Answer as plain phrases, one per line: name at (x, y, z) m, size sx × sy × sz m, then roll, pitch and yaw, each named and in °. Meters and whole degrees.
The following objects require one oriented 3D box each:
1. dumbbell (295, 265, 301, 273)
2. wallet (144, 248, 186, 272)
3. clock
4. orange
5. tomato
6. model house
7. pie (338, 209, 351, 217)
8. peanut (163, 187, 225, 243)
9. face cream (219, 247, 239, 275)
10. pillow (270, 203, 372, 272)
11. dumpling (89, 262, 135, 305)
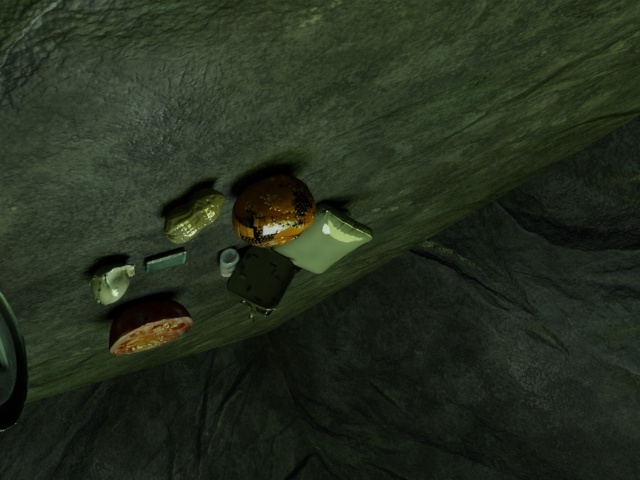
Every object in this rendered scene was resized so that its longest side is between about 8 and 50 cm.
dumbbell at (-0.191, 0.114, 2.301) m, size 0.225 × 0.124 × 0.140 m, roll -30°, pitch -178°, yaw 22°
wallet at (-0.491, 0.062, 1.829) m, size 0.129 × 0.026 × 0.088 m, roll -16°, pitch 161°, yaw -25°
clock at (-0.795, 0.256, 1.322) m, size 0.077 × 0.386 × 0.386 m, roll -16°, pitch 166°, yaw -6°
orange at (-0.129, -0.078, 1.570) m, size 0.235 × 0.182 × 0.234 m, roll -22°, pitch 178°, yaw -1°
tomato at (-0.672, 0.315, 2.253) m, size 0.339 × 0.143 × 0.338 m, roll -23°, pitch 162°, yaw -8°
model house at (-0.228, 0.182, 2.172) m, size 0.218 × 0.205 × 0.278 m, roll -60°, pitch 176°, yaw -26°
pie at (0.033, -0.061, 2.202) m, size 0.187 × 0.041 × 0.187 m, roll -22°, pitch 166°, yaw -6°
peanut at (-0.327, -0.066, 1.483) m, size 0.214 × 0.090 × 0.099 m, roll -32°, pitch 135°, yaw 28°
face cream at (-0.332, 0.081, 2.109) m, size 0.084 × 0.057 × 0.198 m, roll -32°, pitch 171°, yaw -16°
pillow at (0.000, 0.000, 2.098) m, size 0.255 × 0.119 × 0.322 m, roll 27°, pitch 135°, yaw -31°
dumpling at (-0.609, 0.117, 1.702) m, size 0.127 × 0.108 × 0.188 m, roll -47°, pitch 173°, yaw -48°
